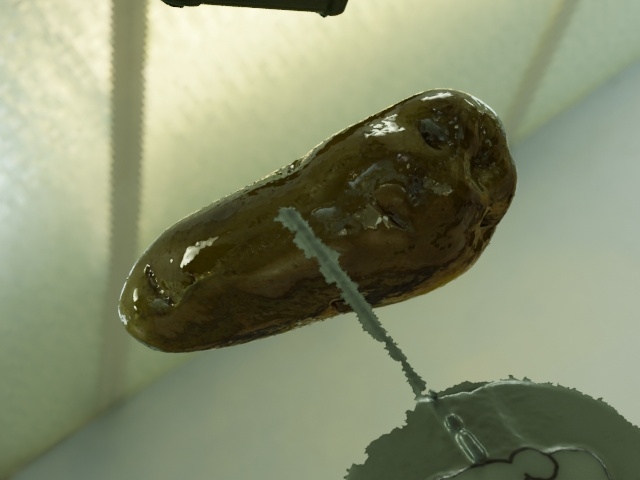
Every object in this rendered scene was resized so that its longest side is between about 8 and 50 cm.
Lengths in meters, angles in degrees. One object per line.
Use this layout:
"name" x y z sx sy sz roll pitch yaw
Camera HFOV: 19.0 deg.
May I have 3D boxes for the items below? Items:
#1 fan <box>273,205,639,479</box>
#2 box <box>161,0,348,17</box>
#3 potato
"fan" 0.066 0.094 0.954 0.190 0.329 0.009 -21 -33 -24
"box" -0.104 -0.342 1.994 0.328 0.252 0.178 -6 -65 -47
"potato" 0.000 0.000 1.648 0.369 0.176 0.195 -24 21 12
